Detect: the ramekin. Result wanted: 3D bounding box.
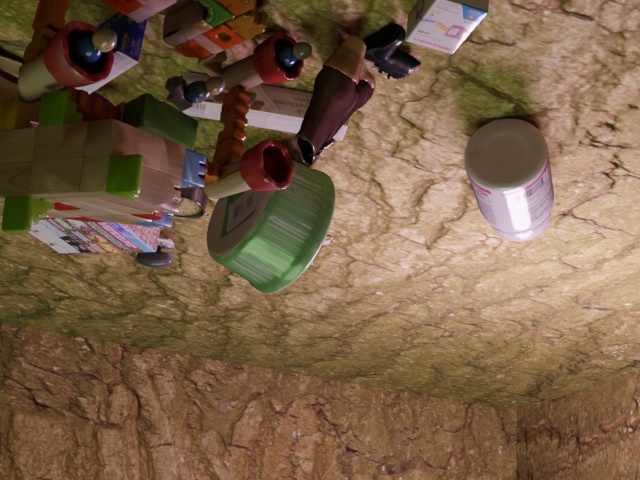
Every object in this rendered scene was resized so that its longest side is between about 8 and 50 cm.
[{"bbox_3d":[-0.119,-0.050,1.830,0.148,0.303,0.303,29,149,-29],"label":"ramekin"}]

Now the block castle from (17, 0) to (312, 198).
[{"bbox_3d":[-0.216,-0.279,1.294,0.213,0.303,0.453,-14,151,38],"label":"block castle"}]

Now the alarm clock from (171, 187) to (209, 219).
[{"bbox_3d":[-0.348,-0.111,2.028,0.129,0.064,0.192,2,159,11],"label":"alarm clock"}]

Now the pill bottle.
[{"bbox_3d":[0.395,-0.114,1.708,0.160,0.160,0.283,-2,156,19],"label":"pill bottle"}]

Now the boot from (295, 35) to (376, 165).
[{"bbox_3d":[0.015,-0.225,1.448,0.090,0.207,0.248,26,171,8],"label":"boot"}]

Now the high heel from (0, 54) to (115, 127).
[{"bbox_3d":[-0.574,-0.287,1.576,0.377,0.127,0.181,11,167,-3],"label":"high heel"}]

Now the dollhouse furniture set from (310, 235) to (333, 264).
[{"bbox_3d":[0.000,0.000,2.198,0.081,0.091,0.114,-7,155,-8],"label":"dollhouse furniture set"}]

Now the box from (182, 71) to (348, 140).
[{"bbox_3d":[-0.106,-0.260,1.615,0.324,0.063,0.067,8,158,-5],"label":"box"}]

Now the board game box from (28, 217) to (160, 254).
[{"bbox_3d":[-0.580,-0.073,2.076,0.291,0.141,0.232,-2,156,18],"label":"board game box"}]

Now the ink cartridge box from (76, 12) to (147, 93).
[{"bbox_3d":[-0.391,-0.330,1.480,0.207,0.097,0.046,-17,148,42],"label":"ink cartridge box"}]

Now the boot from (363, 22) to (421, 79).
[{"bbox_3d":[0.131,-0.322,1.432,0.099,0.045,0.121,24,158,-32],"label":"boot"}]

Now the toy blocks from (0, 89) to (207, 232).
[{"bbox_3d":[-0.323,-0.087,1.228,0.381,0.191,0.261,-1,171,31],"label":"toy blocks"}]

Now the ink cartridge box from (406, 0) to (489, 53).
[{"bbox_3d":[0.200,-0.358,1.321,0.088,0.052,0.122,12,158,-15],"label":"ink cartridge box"}]

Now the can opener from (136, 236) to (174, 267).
[{"bbox_3d":[-0.553,0.013,2.332,0.283,0.095,0.076,8,156,-4],"label":"can opener"}]
